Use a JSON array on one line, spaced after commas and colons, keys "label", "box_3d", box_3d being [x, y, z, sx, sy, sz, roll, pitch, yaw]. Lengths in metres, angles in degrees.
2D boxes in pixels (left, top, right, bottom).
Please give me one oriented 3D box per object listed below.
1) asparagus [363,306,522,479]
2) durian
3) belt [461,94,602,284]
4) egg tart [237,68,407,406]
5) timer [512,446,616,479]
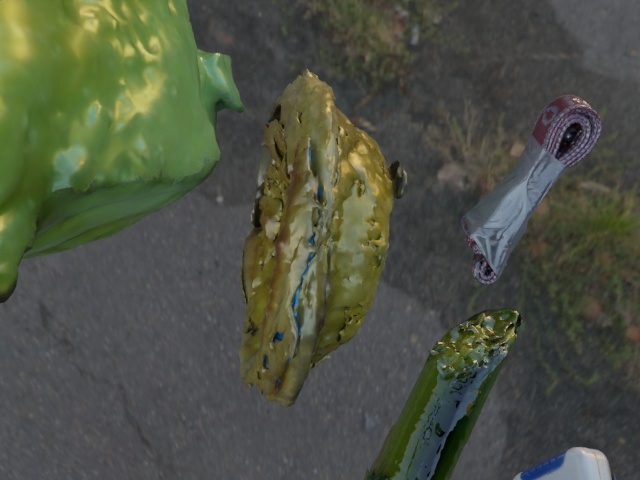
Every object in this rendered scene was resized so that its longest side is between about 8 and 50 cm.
[{"label": "asparagus", "box_3d": [0.184, 0.251, 1.882, 0.128, 0.108, 0.381, 32, 78, -22]}, {"label": "durian", "box_3d": [-0.163, -0.082, 0.459, 0.204, 0.256, 0.339, -25, 81, 35]}, {"label": "belt", "box_3d": [0.228, -0.059, 1.399, 0.071, 0.053, 0.232, 27, 106, -17]}, {"label": "egg tart", "box_3d": [0.000, 0.000, 1.023, 0.107, 0.291, 0.290, 6, 64, -10]}, {"label": "timer", "box_3d": [0.357, 0.432, 1.762, 0.078, 0.178, 0.253, 11, 60, -28]}]
